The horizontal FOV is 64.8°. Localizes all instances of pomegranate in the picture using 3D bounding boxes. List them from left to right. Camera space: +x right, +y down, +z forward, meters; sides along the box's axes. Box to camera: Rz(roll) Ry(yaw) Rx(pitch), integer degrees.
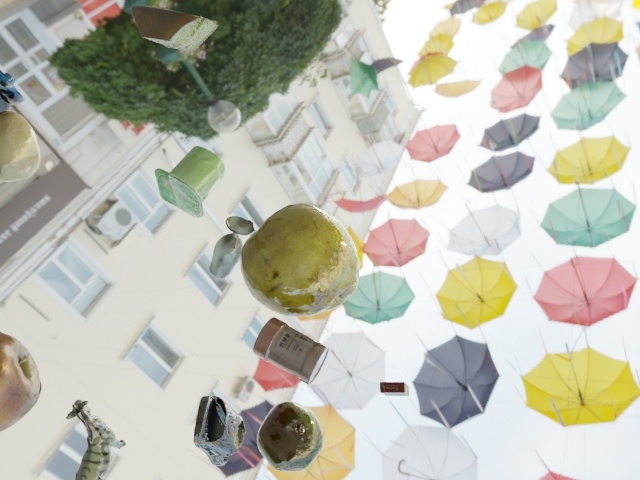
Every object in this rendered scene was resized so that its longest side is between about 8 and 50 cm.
[{"bbox_3d":[-0.089,0.540,1.367,0.180,0.180,0.209,-70,-175,-45],"label":"pomegranate"}]

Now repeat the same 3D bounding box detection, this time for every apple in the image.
[{"bbox_3d":[-0.519,0.226,0.768,0.147,0.146,0.163,-24,177,-17],"label":"apple"}]

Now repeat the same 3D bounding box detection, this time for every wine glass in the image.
[{"bbox_3d":[-0.306,0.024,1.710,0.103,0.103,0.222,-86,-158,-53],"label":"wine glass"}]

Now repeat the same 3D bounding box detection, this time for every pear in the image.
[{"bbox_3d":[-0.043,0.056,1.308,0.304,0.304,0.304,-22,-147,15],"label":"pear"}]

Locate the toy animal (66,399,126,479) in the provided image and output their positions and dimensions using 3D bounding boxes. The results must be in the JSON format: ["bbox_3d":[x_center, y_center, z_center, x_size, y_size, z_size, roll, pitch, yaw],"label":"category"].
[{"bbox_3d":[-0.478,0.450,1.063,0.074,0.176,0.216,-7,-119,5],"label":"toy animal"}]

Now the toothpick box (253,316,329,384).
[{"bbox_3d":[-0.067,0.253,1.158,0.149,0.098,0.098,26,-123,15],"label":"toothpick box"}]

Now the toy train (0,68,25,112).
[{"bbox_3d":[-0.794,-0.375,1.048,0.188,0.265,0.300,-44,171,-16],"label":"toy train"}]

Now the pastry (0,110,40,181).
[{"bbox_3d":[-0.684,-0.202,1.094,0.156,0.156,0.092,-18,179,22],"label":"pastry"}]

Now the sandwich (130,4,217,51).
[{"bbox_3d":[-0.391,-0.555,1.315,0.258,0.096,0.094,22,-163,30],"label":"sandwich"}]

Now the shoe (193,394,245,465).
[{"bbox_3d":[-0.206,0.416,1.098,0.093,0.241,0.108,1,-131,4],"label":"shoe"}]

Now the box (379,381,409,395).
[{"bbox_3d":[0.155,0.310,1.054,0.052,0.082,0.023,-3,-112,15],"label":"box"}]

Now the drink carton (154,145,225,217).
[{"bbox_3d":[-0.336,-0.166,1.354,0.144,0.146,0.142,30,-122,8],"label":"drink carton"}]
